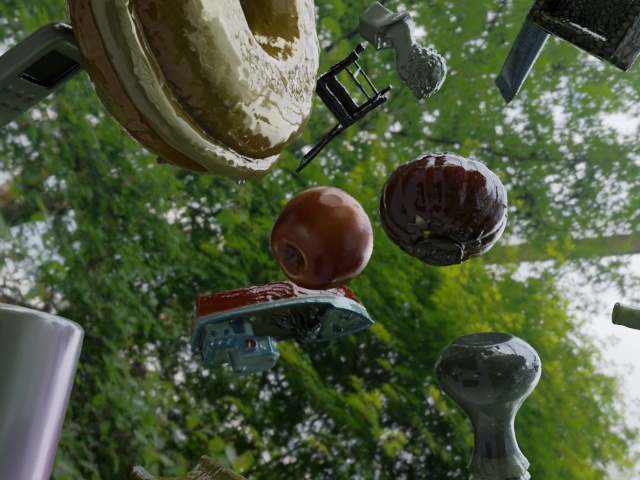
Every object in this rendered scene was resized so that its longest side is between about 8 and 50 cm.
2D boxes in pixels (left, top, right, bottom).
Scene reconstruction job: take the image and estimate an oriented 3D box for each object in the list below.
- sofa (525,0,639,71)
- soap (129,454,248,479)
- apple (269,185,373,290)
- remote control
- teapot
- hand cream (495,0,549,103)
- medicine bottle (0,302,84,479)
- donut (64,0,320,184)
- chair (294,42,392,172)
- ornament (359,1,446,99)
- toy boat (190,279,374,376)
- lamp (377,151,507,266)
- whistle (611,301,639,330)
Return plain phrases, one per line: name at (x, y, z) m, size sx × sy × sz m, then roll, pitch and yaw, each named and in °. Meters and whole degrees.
sofa at (0.253, -0.209, 0.702) m, size 0.060 × 0.039 × 0.118 m, roll -57°, pitch -140°, yaw 17°
soap at (-0.135, 0.439, 0.916) m, size 0.335 × 0.156 × 0.294 m, roll 166°, pitch -79°, yaw -65°
apple at (0.000, 0.000, 1.174) m, size 0.163 × 0.139 × 0.163 m, roll 41°, pitch -34°, yaw 35°
remote control at (-0.406, -0.165, 0.909) m, size 0.038 × 0.309 × 0.090 m, roll 64°, pitch 14°, yaw 15°
teapot at (0.294, 0.291, 1.297) m, size 0.183 × 0.183 × 0.251 m, roll 0°, pitch -82°, yaw 57°
hand cream at (0.398, -0.389, 1.397) m, size 0.091 × 0.058 × 0.271 m, roll -103°, pitch -153°, yaw -46°
medicine bottle at (-0.515, 0.298, 1.158) m, size 0.219 × 0.219 × 0.389 m, roll -16°, pitch -118°, yaw 59°
donut at (-0.145, -0.279, 0.948) m, size 0.198 × 0.449 × 0.449 m, roll -9°, pitch -75°, yaw 22°
chair at (0.013, -0.236, 1.361) m, size 0.229 × 0.106 × 0.113 m, roll -35°, pitch -79°, yaw 21°
ornament at (0.216, -0.497, 1.927) m, size 0.285 × 0.120 × 0.130 m, roll 54°, pitch -11°, yaw 8°
toy boat at (-0.062, 0.157, 1.343) m, size 0.145 × 0.331 × 0.133 m, roll 113°, pitch -37°, yaw -53°
lamp at (0.285, -0.075, 1.763) m, size 0.303 × 0.303 × 0.257 m, roll 130°, pitch -25°, yaw -56°
whistle at (0.680, 0.163, 1.411) m, size 0.257 × 0.126 × 0.067 m, roll 13°, pitch -19°, yaw 6°
